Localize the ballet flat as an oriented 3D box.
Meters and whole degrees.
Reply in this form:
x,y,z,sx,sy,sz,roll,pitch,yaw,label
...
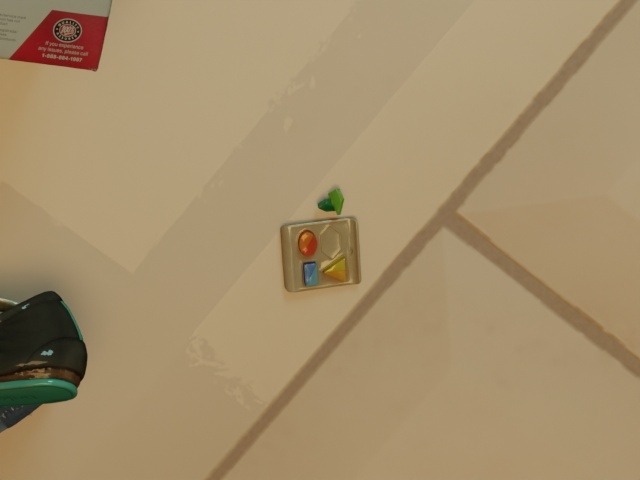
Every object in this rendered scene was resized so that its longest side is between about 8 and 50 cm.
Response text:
x,y,z,sx,sy,sz,roll,pitch,yaw,label
-0.315,0.093,1.365,0.280,0.095,0.096,-9,70,-1,ballet flat

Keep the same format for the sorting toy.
x,y,z,sx,sy,sz,roll,pitch,yaw,label
0.000,0.000,1.421,0.062,0.012,0.083,-6,111,-6,sorting toy

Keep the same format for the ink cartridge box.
x,y,z,sx,sy,sz,roll,pitch,yaw,label
-0.211,-0.223,1.237,0.128,0.127,0.176,6,109,-26,ink cartridge box

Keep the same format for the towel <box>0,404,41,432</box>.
x,y,z,sx,sy,sz,roll,pitch,yaw,label
-0.266,0.122,1.419,0.119,0.029,0.067,-34,110,6,towel
